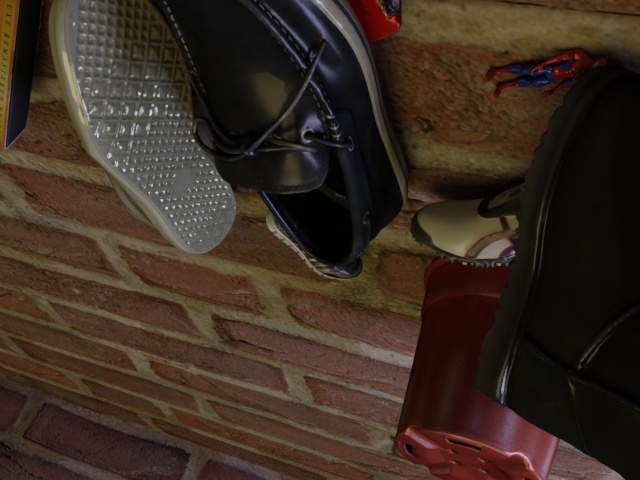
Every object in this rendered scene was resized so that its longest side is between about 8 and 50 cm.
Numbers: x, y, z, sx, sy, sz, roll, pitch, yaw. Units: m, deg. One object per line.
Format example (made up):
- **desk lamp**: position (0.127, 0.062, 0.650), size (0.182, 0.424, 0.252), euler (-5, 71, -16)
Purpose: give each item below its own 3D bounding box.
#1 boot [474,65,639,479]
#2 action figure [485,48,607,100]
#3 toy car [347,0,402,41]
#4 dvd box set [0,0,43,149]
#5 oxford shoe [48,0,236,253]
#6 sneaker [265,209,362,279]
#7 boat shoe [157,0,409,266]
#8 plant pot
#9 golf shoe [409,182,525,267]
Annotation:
- **boot**: position (0.362, 0.083, 0.589), size (0.445, 0.146, 0.367), euler (32, 119, 48)
- **action figure**: position (0.221, -0.162, 0.719), size (0.115, 0.030, 0.038), euler (-6, 134, 38)
- **toy car**: position (0.006, -0.302, 0.625), size (0.239, 0.053, 0.225), euler (29, 149, -9)
- **dvd box set**: position (-0.564, -0.325, 0.929), size (0.420, 0.062, 0.307), euler (27, 138, -5)
- **oxford shoe**: position (-0.237, -0.145, 0.955), size (0.130, 0.169, 0.449), euler (31, 157, 30)
- **sneaker**: position (0.000, 0.000, 1.092), size (0.170, 0.063, 0.075), euler (38, 154, -13)
- **boat shoe**: position (-0.039, -0.129, 0.764), size (0.187, 0.156, 0.500), euler (17, 158, 31)
- **plant pot**: position (0.239, 0.195, 1.030), size (0.272, 0.265, 0.272), euler (18, 150, 11)
- **golf shoe**: position (0.240, -0.033, 0.863), size (0.273, 0.105, 0.120), euler (6, 128, 21)
